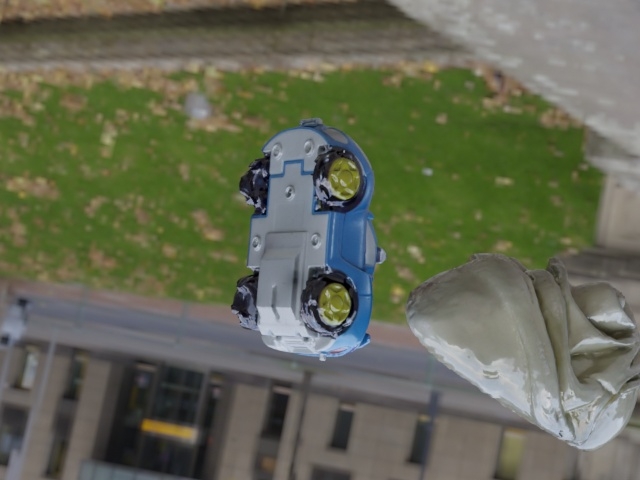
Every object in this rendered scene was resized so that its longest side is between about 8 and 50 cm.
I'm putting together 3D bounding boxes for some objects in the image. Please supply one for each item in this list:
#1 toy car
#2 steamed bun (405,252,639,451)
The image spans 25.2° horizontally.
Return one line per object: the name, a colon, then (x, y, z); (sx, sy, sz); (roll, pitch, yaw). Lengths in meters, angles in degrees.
toy car: (0.000, 0.000, 1.874); (0.166, 0.314, 0.198); (9, 172, -39)
steamed bun: (0.300, 0.125, 1.951); (0.324, 0.219, 0.310); (38, -177, 20)
